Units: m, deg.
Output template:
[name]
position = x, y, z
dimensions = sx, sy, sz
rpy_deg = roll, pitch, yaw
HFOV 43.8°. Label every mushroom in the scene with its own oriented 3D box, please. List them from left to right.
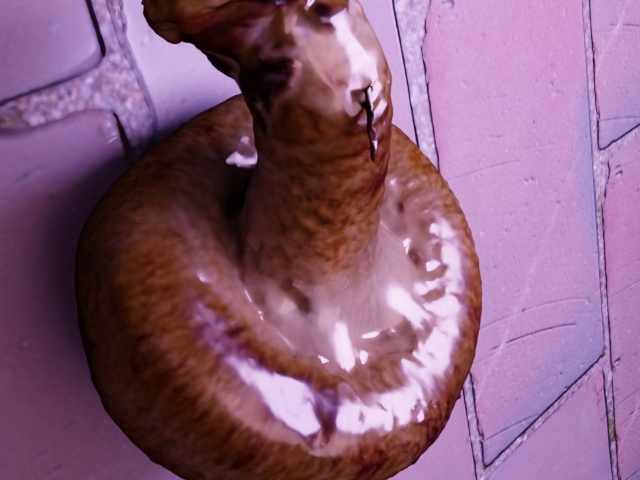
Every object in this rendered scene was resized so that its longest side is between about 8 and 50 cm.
[mushroom]
position = 0.005, -0.004, 0.587
dimensions = 0.334, 0.356, 0.331
rpy_deg = 47, 29, 2
